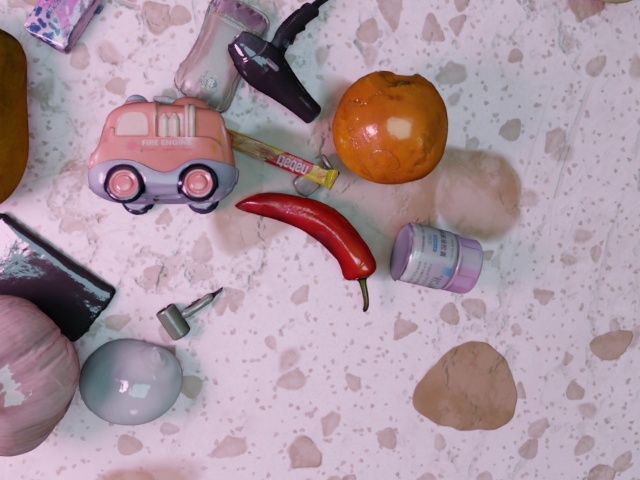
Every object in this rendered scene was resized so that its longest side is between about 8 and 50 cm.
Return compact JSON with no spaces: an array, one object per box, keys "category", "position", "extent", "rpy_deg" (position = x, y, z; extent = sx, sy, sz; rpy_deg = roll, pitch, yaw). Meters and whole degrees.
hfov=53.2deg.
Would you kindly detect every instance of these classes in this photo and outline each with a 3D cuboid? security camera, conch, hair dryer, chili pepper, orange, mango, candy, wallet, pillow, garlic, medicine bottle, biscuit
[{"category":"security camera","position":[-0.016,-0.138,1.373],"extent":[0.092,0.058,0.058],"rpy_deg":[-33,101,7]},{"category":"conch","position":[-0.401,0.293,1.331],"extent":[0.221,0.121,0.184],"rpy_deg":[-16,69,-3]},{"category":"hair dryer","position":[-0.037,-0.401,1.317],"extent":[0.235,0.091,0.271],"rpy_deg":[39,81,-28]},{"category":"chili pepper","position":[0.001,-0.008,1.378],"extent":[0.368,0.092,0.137],"rpy_deg":[40,108,-5]},{"category":"orange","position":[0.141,-0.228,1.290],"extent":[0.240,0.240,0.239],"rpy_deg":[-1,97,-9]},{"category":"mango","position":[-0.666,-0.221,1.169],"extent":[0.264,0.221,0.377],"rpy_deg":[14,84,-6]},{"category":"candy","position":[-0.492,-0.448,1.239],"extent":[0.092,0.073,0.160],"rpy_deg":[33,90,-13]},{"category":"wallet","position":[-0.577,0.080,1.309],"extent":[0.285,0.030,0.146],"rpy_deg":[37,88,-11]},{"category":"hair dryer","position":[-0.271,0.144,1.369],"extent":[0.150,0.047,0.071],"rpy_deg":[-35,103,-15]},{"category":"pillow","position":[-0.204,-0.385,1.311],"extent":[0.131,0.038,0.232],"rpy_deg":[27,93,-17]},{"category":"garlic","position":[-0.604,0.236,1.210],"extent":[0.318,0.259,0.317],"rpy_deg":[8,110,23]},{"category":"medicine bottle","position":[0.252,0.041,1.392],"extent":[0.169,0.135,0.135],"rpy_deg":[14,94,-11]},{"category":"biscuit","position":[-0.101,-0.179,1.339],"extent":[0.292,0.026,0.048],"rpy_deg":[22,89,2]}]

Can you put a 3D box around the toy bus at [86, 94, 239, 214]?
[{"category":"toy bus","position":[-0.304,-0.171,1.248],"extent":[0.288,0.194,0.232],"rpy_deg":[0,87,-7]}]

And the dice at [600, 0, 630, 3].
[{"category":"dice","position":[0.625,-0.664,1.312],"extent":[0.254,0.252,0.249],"rpy_deg":[31,90,-12]}]
